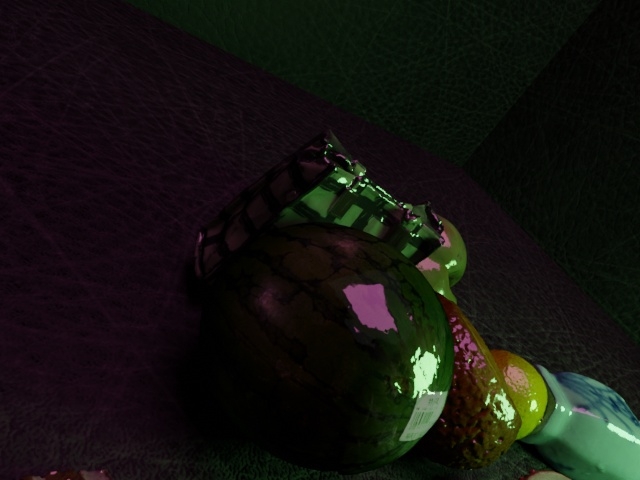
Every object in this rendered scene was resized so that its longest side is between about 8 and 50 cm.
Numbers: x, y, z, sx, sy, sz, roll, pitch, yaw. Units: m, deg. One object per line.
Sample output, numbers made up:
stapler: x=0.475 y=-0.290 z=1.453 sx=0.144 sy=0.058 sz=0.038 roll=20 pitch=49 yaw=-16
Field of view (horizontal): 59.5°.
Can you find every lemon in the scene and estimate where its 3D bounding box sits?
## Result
lemon: x=0.370 y=0.317 z=1.170 sx=0.203 sy=0.178 sz=0.178 roll=35 pitch=23 yaw=12

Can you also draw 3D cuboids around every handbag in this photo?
handbag: x=0.000 y=0.000 z=0.992 sx=0.325 sy=0.327 sz=0.162 roll=28 pitch=37 yaw=-37

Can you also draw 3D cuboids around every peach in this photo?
peach: x=0.165 y=0.064 z=1.214 sx=0.292 sy=0.292 sz=0.247 roll=45 pitch=8 yaw=17

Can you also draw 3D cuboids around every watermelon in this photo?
watermelon: x=0.007 y=0.141 z=0.790 sx=0.363 sy=0.363 sz=0.363 roll=31 pitch=24 yaw=-15

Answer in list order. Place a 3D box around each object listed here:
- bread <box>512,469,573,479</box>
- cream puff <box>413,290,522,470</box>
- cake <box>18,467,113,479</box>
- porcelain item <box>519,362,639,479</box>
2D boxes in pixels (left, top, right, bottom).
bread: x=0.382 y=0.488 z=0.910 sx=0.224 sy=0.142 sz=0.212 roll=45 pitch=42 yaw=19
cream puff: x=0.207 y=0.254 z=0.984 sx=0.303 sy=0.212 sz=0.303 roll=60 pitch=1 yaw=-2
cake: x=-0.193 y=0.327 z=0.499 sx=0.295 sy=0.112 sz=0.116 roll=40 pitch=15 yaw=37
porcelain item: x=0.619 y=0.437 z=1.291 sx=0.405 sy=0.178 sz=0.242 roll=30 pitch=24 yaw=-19
